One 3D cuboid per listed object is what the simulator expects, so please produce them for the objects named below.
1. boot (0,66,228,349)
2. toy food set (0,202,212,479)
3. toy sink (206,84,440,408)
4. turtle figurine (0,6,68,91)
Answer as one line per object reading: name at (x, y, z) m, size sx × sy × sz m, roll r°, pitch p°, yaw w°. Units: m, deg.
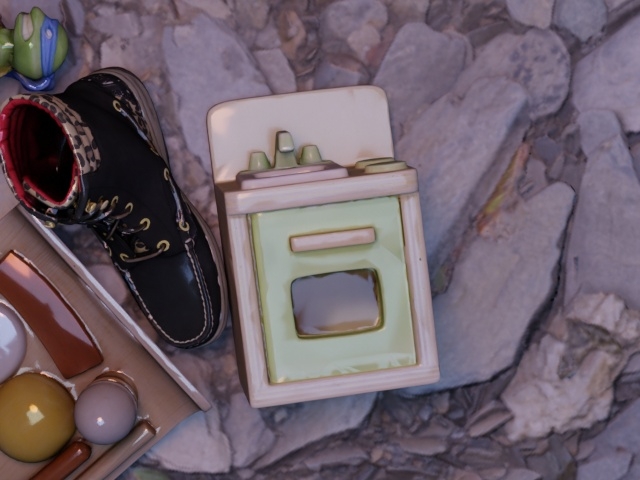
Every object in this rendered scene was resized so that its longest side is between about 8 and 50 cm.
boot at (-0.159, -0.014, 1.349) m, size 0.085 × 0.178 × 0.236 m, roll -20°, pitch 92°, yaw 18°
toy food set at (-0.267, 0.146, 1.394) m, size 0.306 × 0.092 × 0.220 m, roll -41°, pitch 99°, yaw 6°
toy sink at (0.000, 0.000, 1.401) m, size 0.153 × 0.131 × 0.234 m, roll -7°, pitch 96°, yaw -6°
turtle figurine at (-0.330, -0.196, 1.308) m, size 0.266 × 0.274 × 0.198 m, roll -5°, pitch 70°, yaw 0°
